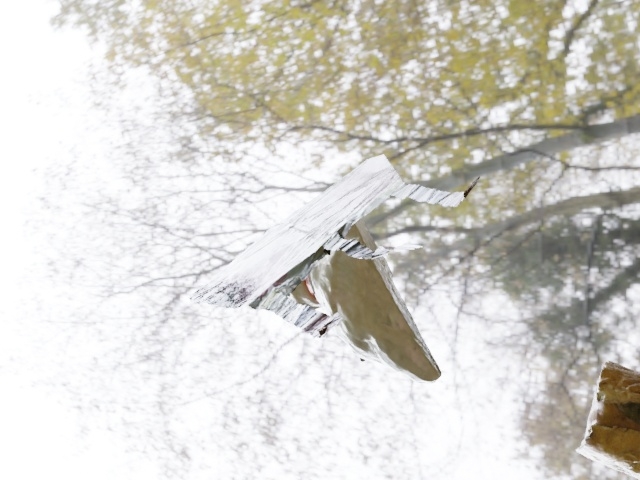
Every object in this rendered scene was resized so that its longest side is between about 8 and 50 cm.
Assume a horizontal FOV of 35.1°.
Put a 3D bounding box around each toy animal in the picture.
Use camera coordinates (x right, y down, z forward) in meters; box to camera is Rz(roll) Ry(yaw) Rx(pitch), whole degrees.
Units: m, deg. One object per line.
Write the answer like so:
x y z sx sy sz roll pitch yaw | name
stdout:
0.046 0.109 1.576 0.188 0.266 0.308 -27 -80 0 | toy animal

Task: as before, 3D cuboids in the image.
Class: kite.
0.002 0.003 0.715 0.204 0.360 0.022 -39 -79 -6 | kite

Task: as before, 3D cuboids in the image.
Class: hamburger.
0.541 0.315 1.662 0.162 0.209 0.330 -67 -18 -11 | hamburger
